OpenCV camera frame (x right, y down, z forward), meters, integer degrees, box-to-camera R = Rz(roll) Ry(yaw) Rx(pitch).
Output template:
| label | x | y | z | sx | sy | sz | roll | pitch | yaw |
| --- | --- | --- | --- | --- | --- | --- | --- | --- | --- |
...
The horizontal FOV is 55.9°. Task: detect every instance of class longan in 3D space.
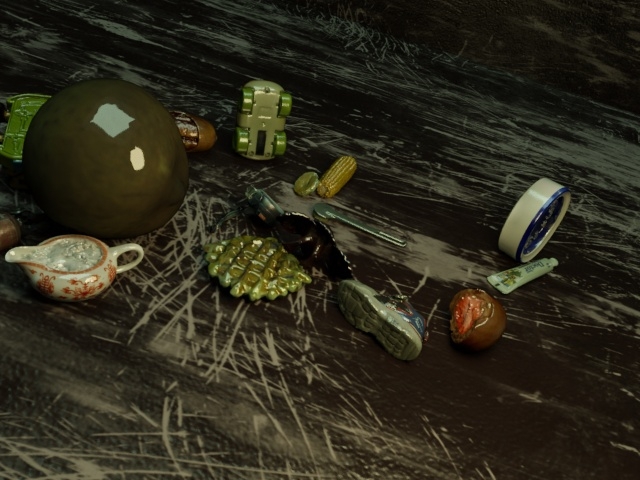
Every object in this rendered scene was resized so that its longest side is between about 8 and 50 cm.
| label | x | y | z | sx | sy | sz | roll | pitch | yaw |
| --- | --- | --- | --- | --- | --- | --- | --- | --- | --- |
| longan | -0.433 | -0.161 | 1.252 | 0.360 | 0.361 | 0.361 | 11 | 35 | -8 |

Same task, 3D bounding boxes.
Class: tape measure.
| label | x | y | z | sx | sy | sz | roll | pitch | yaw |
| --- | --- | --- | --- | --- | --- | --- | --- | --- | --- |
| tape measure | -0.178 | -0.046 | 1.474 | 0.180 | 0.104 | 0.107 | -42 | 86 | -15 |

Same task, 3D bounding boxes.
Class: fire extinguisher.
| label | x | y | z | sx | sy | sz | roll | pitch | yaw |
| --- | --- | --- | --- | --- | --- | --- | --- | --- | --- |
| fire extinguisher | -0.639 | -0.004 | 1.190 | 0.106 | 0.075 | 0.252 | 27 | 35 | 22 |

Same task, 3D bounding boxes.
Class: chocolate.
| label | x | y | z | sx | sy | sz | roll | pitch | yaw |
| --- | --- | --- | --- | --- | --- | --- | --- | --- | --- |
| chocolate | 0.334 | 0.180 | 1.307 | 0.127 | 0.124 | 0.133 | 28 | 67 | 9 |

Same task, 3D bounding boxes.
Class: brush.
| label | x | y | z | sx | sy | sz | roll | pitch | yaw |
| --- | --- | --- | --- | --- | --- | --- | --- | --- | --- |
| brush | 0.103 | -0.034 | 1.585 | 0.265 | 0.027 | 0.062 | 23 | 36 | 2 |

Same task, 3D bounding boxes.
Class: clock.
| label | x | y | z | sx | sy | sz | roll | pitch | yaw |
| --- | --- | --- | --- | --- | --- | --- | --- | --- | --- |
| clock | 0.574 | -0.053 | 1.621 | 0.230 | 0.231 | 0.083 | -21 | 46 | -41 |

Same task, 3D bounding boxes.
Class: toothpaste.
| label | x | y | z | sx | sy | sz | roll | pitch | yaw |
| --- | --- | --- | --- | --- | --- | --- | --- | --- | --- |
| toothpaste | 0.543 | 0.087 | 1.589 | 0.255 | 0.037 | 0.067 | -16 | 46 | -32 |

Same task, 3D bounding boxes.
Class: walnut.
| label | x | y | z | sx | sy | sz | roll | pitch | yaw |
| --- | --- | --- | --- | --- | --- | --- | --- | --- | --- |
| walnut | -0.390 | -0.302 | 1.671 | 0.207 | 0.116 | 0.116 | 12 | 35 | -6 |

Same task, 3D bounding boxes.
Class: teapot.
| label | x | y | z | sx | sy | sz | roll | pitch | yaw |
| --- | --- | --- | --- | --- | --- | --- | --- | --- | --- |
| teapot | -0.464 | 0.050 | 1.161 | 0.245 | 0.116 | 0.159 | -16 | 34 | -34 |

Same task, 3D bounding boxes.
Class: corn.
| label | x | y | z | sx | sy | sz | roll | pitch | yaw |
| --- | --- | --- | --- | --- | --- | --- | --- | --- | --- |
| corn | 0.046 | -0.184 | 1.724 | 0.068 | 0.068 | 0.207 | 25 | 40 | 12 |

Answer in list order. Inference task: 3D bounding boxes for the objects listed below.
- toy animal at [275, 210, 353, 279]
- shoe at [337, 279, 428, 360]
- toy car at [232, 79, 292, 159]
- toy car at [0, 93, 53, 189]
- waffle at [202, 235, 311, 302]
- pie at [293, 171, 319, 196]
| label | x | y | z | sx | sy | sz | roll | pitch | yaw |
| --- | --- | --- | --- | --- | --- | --- | --- | --- | --- |
| toy animal | 0.000 | 0.000 | 1.386 | 0.218 | 0.116 | 0.179 | 40 | 17 | 1 |
| shoe | 0.144 | 0.146 | 1.280 | 0.227 | 0.099 | 0.125 | 41 | 49 | 22 |
| toy car | -0.188 | -0.361 | 1.758 | 0.145 | 0.235 | 0.235 | 1 | 38 | -22 |
| toy car | -0.670 | -0.229 | 1.427 | 0.200 | 0.142 | 0.248 | 5 | 47 | -15 |
| waffle | -0.142 | 0.055 | 1.330 | 0.223 | 0.054 | 0.204 | -6 | 42 | -32 |
| pie | -0.039 | -0.155 | 1.660 | 0.084 | 0.020 | 0.085 | -20 | 44 | 21 |
